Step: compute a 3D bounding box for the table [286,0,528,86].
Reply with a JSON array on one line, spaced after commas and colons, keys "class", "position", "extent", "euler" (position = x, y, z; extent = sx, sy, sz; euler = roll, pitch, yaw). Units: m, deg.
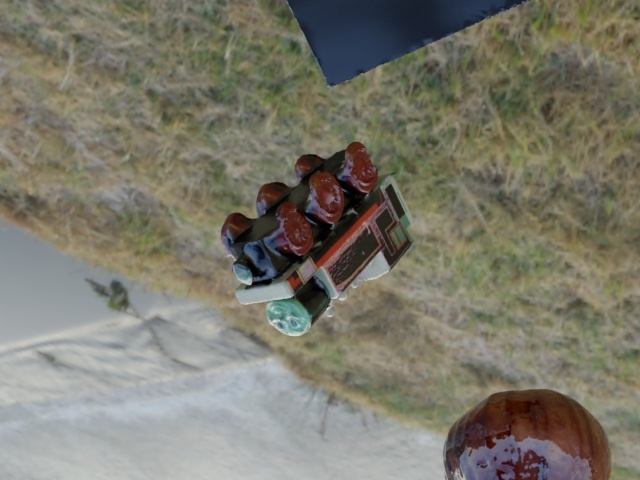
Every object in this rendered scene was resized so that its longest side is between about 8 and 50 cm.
[{"class": "table", "position": [0.070, -0.261, 0.813], "extent": [0.193, 0.169, 0.172], "euler": [-20, 109, 23]}]

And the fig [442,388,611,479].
[{"class": "fig", "position": [0.152, 0.181, 0.726], "extent": [0.128, 0.150, 0.128], "euler": [7, -175, -1]}]

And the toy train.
[{"class": "toy train", "position": [0.000, 0.000, 0.579], "extent": [0.050, 0.138, 0.087], "euler": [-11, 114, 42]}]
